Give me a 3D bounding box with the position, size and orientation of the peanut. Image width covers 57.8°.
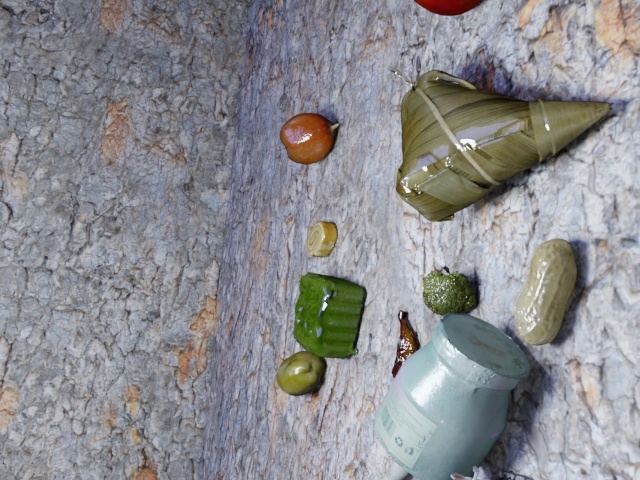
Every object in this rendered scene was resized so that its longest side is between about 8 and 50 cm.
[{"bbox_3d":[0.440,0.099,1.135,0.098,0.090,0.214,-139,65,-73],"label":"peanut"}]

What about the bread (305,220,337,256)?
[{"bbox_3d":[0.000,0.000,2.110,0.149,0.073,0.122,-63,32,31],"label":"bread"}]

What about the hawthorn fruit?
[{"bbox_3d":[-0.029,-0.405,2.225,0.251,0.199,0.199,-19,60,35],"label":"hawthorn fruit"}]

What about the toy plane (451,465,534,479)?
[{"bbox_3d":[0.350,0.478,1.115,0.078,0.197,0.053,-4,-72,-78],"label":"toy plane"}]

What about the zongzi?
[{"bbox_3d":[0.401,-0.323,1.364,0.467,0.218,0.500,-25,42,30],"label":"zongzi"}]

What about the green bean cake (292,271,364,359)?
[{"bbox_3d":[0.017,0.241,1.887,0.247,0.156,0.250,17,95,66],"label":"green bean cake"}]

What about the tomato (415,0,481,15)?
[{"bbox_3d":[0.344,-0.710,1.488,0.226,0.298,0.298,51,140,5],"label":"tomato"}]

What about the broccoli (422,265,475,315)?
[{"bbox_3d":[0.305,0.124,1.388,0.120,0.131,0.130,-46,-7,-45],"label":"broccoli"}]

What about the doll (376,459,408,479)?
[{"bbox_3d":[0.137,0.713,1.443,0.242,0.159,0.311,-110,36,-46],"label":"doll"}]

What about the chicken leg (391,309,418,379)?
[{"bbox_3d":[0.225,0.294,1.553,0.089,0.048,0.219,-16,66,59],"label":"chicken leg"}]

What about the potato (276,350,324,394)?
[{"bbox_3d":[-0.072,0.459,2.005,0.200,0.137,0.154,-29,54,60],"label":"potato"}]

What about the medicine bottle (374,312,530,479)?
[{"bbox_3d":[0.278,0.323,1.212,0.290,0.245,0.245,-65,29,23],"label":"medicine bottle"}]
